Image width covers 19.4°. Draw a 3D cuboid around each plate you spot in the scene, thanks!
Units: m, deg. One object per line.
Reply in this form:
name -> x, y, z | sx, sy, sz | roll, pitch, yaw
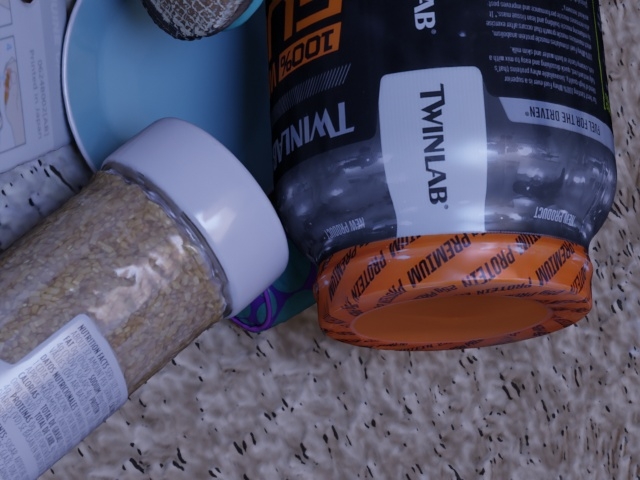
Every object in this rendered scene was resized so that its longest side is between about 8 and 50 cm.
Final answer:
plate -> -0.085, -0.104, 1.193 | 0.188, 0.024, 0.188 | -1, 92, -34

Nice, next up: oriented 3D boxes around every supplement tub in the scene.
supplement tub -> 0.070, -0.114, 1.143 | 0.207, 0.207, 0.338 | 9, 69, -34

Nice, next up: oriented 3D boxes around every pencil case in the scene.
pencil case -> 0.000, 0.000, 1.230 | 0.151, 0.064, 0.070 | -32, 125, -30

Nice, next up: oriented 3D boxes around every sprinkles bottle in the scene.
sprinkles bottle -> -0.181, 0.077, 1.059 | 0.355, 0.121, 0.121 | -41, 113, -22

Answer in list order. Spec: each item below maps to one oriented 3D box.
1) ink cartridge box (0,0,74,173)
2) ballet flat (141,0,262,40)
ink cartridge box -> -0.274, -0.161, 0.975 | 0.385, 0.091, 0.308 | -31, 120, -61
ballet flat -> -0.087, -0.366, 1.101 | 0.182, 0.164, 0.483 | 21, 74, -40
